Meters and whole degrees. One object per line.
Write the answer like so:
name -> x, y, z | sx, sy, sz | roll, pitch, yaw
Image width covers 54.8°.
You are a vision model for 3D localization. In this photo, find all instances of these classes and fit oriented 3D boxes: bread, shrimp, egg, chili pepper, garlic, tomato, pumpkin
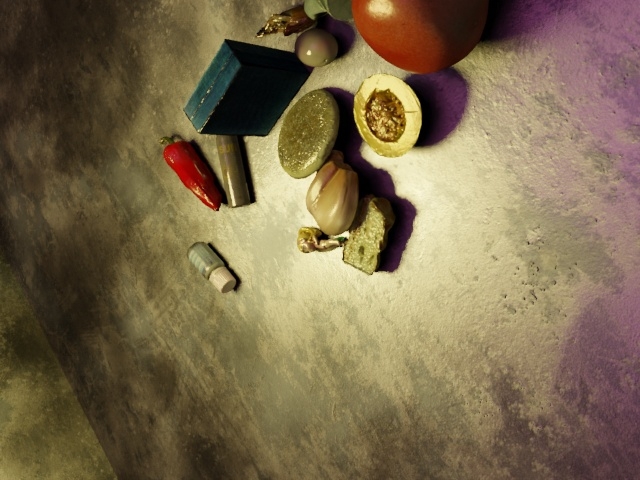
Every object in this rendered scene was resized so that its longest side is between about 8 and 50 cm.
bread -> -0.042, -0.306, 1.763 | 0.267, 0.040, 0.267 | -20, 63, 46
bread -> 0.138, -0.014, 1.695 | 0.128, 0.088, 0.232 | 37, 125, 40
shrimp -> -0.118, -0.627, 1.788 | 0.262, 0.117, 0.066 | -6, 126, 39
egg -> -0.013, -0.537, 1.721 | 0.135, 0.103, 0.103 | 18, 108, 36
chili pepper -> -0.446, -0.239, 2.116 | 0.387, 0.110, 0.110 | 52, 124, 19
garlic -> 0.025, -0.116, 1.723 | 0.217, 0.110, 0.228 | -124, 40, -49
tomato -> 0.243, -0.547, 1.373 | 0.273, 0.341, 0.341 | 40, 119, 35
pumpkin -> 0.191, -0.328, 1.597 | 0.217, 0.110, 0.217 | 17, 120, 33

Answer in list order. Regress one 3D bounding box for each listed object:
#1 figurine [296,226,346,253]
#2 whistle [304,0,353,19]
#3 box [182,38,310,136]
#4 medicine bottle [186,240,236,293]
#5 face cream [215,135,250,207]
figurine -> 0.000, 0.000, 1.818 | 0.187, 0.083, 0.083 | 0, 97, 45
whistle -> 0.118, -0.729, 1.572 | 0.404, 0.188, 0.168 | -32, 68, 3
box -> -0.212, -0.431, 1.786 | 0.261, 0.279, 0.116 | -49, 65, 32
medicine bottle -> -0.373, 0.093, 2.120 | 0.203, 0.083, 0.083 | 43, 121, 27
face cream -> -0.288, -0.247, 2.008 | 0.073, 0.073, 0.284 | -12, 89, 39
